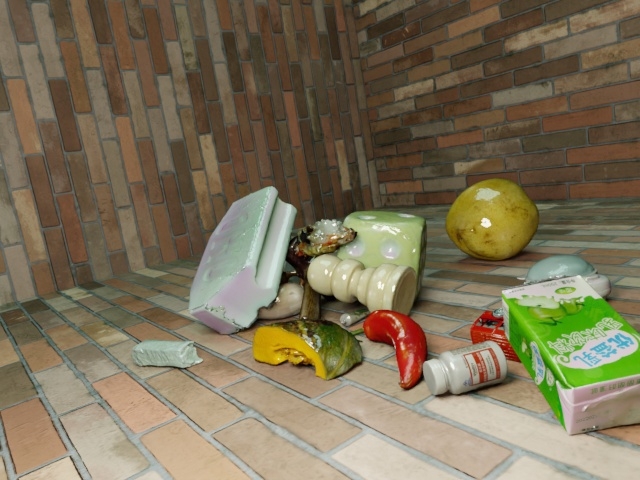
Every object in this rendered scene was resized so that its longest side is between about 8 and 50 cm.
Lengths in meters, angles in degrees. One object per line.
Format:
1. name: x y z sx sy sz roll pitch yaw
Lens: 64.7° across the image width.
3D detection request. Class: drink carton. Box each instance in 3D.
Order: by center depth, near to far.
1. drink carton: 0.429 0.178 0.849 0.161 0.108 0.271 -12 28 1

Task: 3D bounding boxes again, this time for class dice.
1. dice: 0.196 0.044 1.582 0.249 0.252 0.254 7 15 16

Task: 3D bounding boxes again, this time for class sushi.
1. sushi: -0.002 -0.003 1.475 0.226 0.103 0.097 -24 0 39

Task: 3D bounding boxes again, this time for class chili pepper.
1. chili pepper: 0.163 0.222 1.156 0.137 0.092 0.368 -27 9 -9

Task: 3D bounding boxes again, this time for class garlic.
1. garlic: -0.154 0.205 1.593 0.266 0.149 0.128 -9 44 -25

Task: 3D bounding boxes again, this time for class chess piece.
1. chess piece: 0.103 0.116 1.409 0.299 0.167 0.167 15 21 31

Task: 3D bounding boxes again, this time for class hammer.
1. hammer: -0.030 0.157 1.537 0.095 0.242 0.409 -43 15 20

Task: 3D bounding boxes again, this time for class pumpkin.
1. pumpkin: -0.027 0.223 1.201 0.278 0.111 0.163 0 20 43

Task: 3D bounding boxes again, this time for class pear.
1. pear: 0.626 -0.071 1.845 0.314 0.315 0.314 -9 9 1

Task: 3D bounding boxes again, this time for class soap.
1. soap: -0.244 0.062 1.585 0.261 0.156 0.446 -20 41 31

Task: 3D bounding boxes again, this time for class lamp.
1. lamp: 0.654 0.098 1.346 0.179 0.108 0.246 -15 10 -10

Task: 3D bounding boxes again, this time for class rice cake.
1. rice cake: -0.412 0.299 1.337 0.206 0.063 0.069 -4 12 32

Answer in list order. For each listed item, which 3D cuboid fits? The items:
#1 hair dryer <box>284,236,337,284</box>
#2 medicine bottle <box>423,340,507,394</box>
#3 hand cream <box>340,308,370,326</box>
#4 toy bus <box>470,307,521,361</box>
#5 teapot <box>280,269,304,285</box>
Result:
1. hair dryer: 0.039 0.096 2.001 0.357 0.173 0.107 8 9 -16
2. medicine bottle: 0.267 0.240 0.941 0.140 0.079 0.079 -11 9 -10
3. hand cream: 0.107 0.214 1.455 0.057 0.037 0.165 -3 5 34
4. toy bus: 0.413 0.201 1.043 0.089 0.081 0.195 -28 18 -34
5. teapot: -0.171 0.169 1.719 0.252 0.135 0.178 -15 -24 -2
